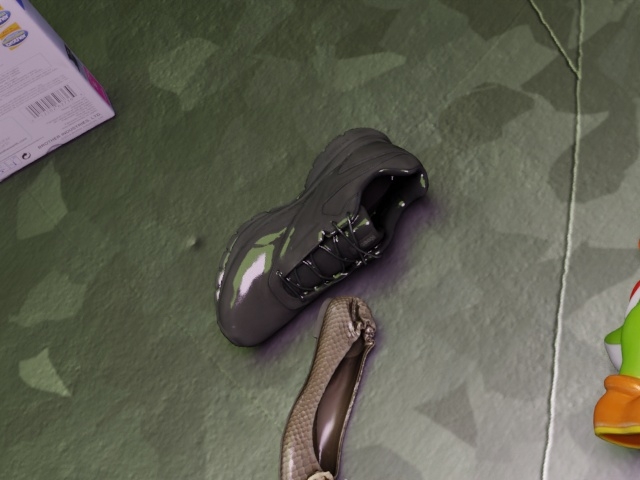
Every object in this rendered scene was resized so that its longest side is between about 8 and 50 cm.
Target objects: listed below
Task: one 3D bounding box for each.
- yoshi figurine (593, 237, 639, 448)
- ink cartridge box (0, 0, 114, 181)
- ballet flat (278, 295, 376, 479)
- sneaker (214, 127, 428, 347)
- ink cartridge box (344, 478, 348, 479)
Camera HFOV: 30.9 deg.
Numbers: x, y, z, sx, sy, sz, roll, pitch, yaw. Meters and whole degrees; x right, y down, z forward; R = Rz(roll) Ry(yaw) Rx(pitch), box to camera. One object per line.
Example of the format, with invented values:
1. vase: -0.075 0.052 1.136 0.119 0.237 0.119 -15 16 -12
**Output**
1. yoshi figurine: 0.381 0.032 1.041 0.203 0.203 0.362 15 67 11
2. ink cartridge box: -0.406 -0.209 1.407 0.186 0.311 0.065 -29 58 5
3. ballet flat: 0.012 0.169 1.176 0.058 0.084 0.250 1 58 24
4. sneaker: 0.000 0.000 1.231 0.286 0.109 0.130 -51 34 -7
5. ink cartridge box: 0.045 0.333 1.041 0.128 0.127 0.176 25 76 30
